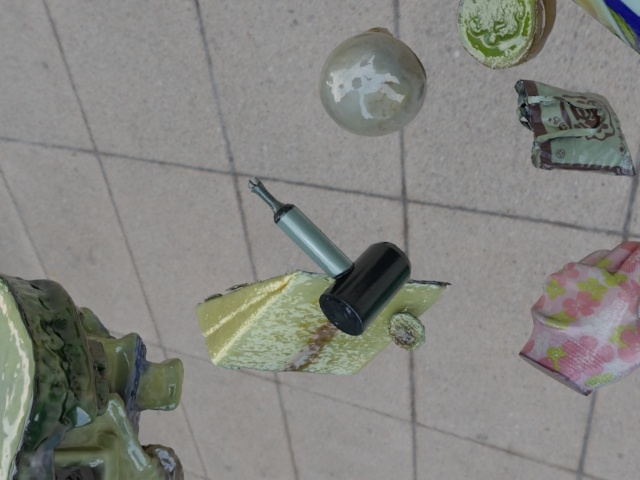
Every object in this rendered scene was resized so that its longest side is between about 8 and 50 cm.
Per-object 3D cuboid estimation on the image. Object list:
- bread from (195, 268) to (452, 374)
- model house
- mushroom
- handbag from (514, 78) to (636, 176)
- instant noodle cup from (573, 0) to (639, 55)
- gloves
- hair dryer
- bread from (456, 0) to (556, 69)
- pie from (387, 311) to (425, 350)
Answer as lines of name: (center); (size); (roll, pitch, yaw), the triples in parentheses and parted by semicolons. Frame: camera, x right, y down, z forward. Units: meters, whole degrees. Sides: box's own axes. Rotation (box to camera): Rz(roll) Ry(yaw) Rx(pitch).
bread: (-0.011, 0.113, 1.355); (0.345, 0.242, 0.405); (16, 124, -28)
model house: (-0.243, 0.207, 0.657); (0.261, 0.321, 0.266); (-13, 158, 34)
mushroom: (0.088, -0.305, 1.247); (0.209, 0.206, 0.206); (61, 143, 29)
handbag: (0.518, -0.227, 1.338); (0.235, 0.213, 0.127); (3, 154, -23)
instant noodle cup: (0.274, -0.311, 0.551); (0.312, 0.284, 0.284); (56, 138, 18)
gloves: (0.347, 0.064, 0.779); (0.126, 0.241, 0.145); (35, 176, -13)
hair dryer: (0.000, 0.000, 0.697); (0.197, 0.100, 0.057); (44, 149, -1)
bread: (0.410, -0.498, 1.476); (0.236, 0.070, 0.236); (32, 135, 39)
pie: (0.166, 0.174, 1.263); (0.084, 0.020, 0.084); (18, 123, 30)
